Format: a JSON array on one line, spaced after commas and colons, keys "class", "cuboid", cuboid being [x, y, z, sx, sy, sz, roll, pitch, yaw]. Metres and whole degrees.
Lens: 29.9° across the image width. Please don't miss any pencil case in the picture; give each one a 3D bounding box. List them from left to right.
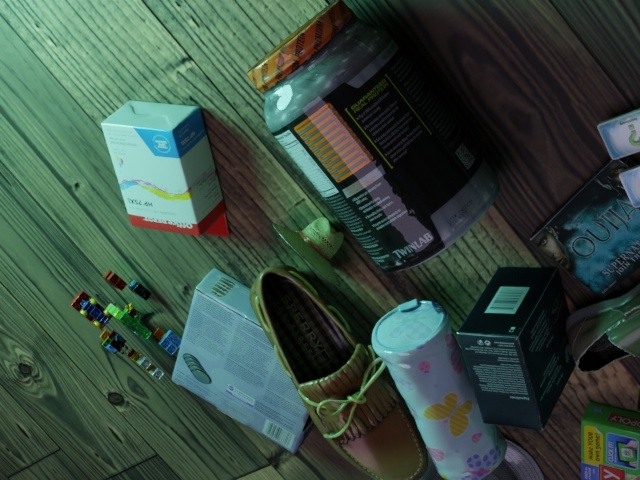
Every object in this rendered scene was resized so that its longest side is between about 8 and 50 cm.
[{"class": "pencil case", "cuboid": [0.170, 0.215, 1.697, 0.113, 0.124, 0.273, -26, 115, 1]}]

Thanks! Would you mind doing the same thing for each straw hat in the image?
[{"class": "straw hat", "cuboid": [0.000, 0.000, 1.732, 0.144, 0.144, 0.061, 44, 94, -4]}]

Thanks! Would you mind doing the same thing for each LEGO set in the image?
[{"class": "LEGO set", "cuboid": [0.458, -0.085, 1.364, 0.244, 0.060, 0.182, -18, 108, 33]}]

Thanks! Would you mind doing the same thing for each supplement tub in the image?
[{"class": "supplement tub", "cuboid": [0.062, -0.133, 1.504, 0.193, 0.193, 0.316, -28, 105, 43]}]

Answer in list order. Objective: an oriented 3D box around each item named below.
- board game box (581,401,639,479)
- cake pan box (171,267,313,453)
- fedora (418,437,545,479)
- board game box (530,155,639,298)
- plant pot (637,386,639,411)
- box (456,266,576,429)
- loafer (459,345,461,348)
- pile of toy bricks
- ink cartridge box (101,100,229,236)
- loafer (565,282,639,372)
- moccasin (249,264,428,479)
[{"class": "board game box", "cuboid": [0.486, 0.387, 1.733, 0.213, 0.046, 0.317, 10, 128, 26]}, {"class": "cake pan box", "cuboid": [-0.104, 0.203, 1.960, 0.267, 0.070, 0.246, 29, 136, 12]}, {"class": "fedora", "cuboid": [0.205, 0.408, 1.875, 0.275, 0.124, 0.244, 10, 128, 27]}, {"class": "board game box", "cuboid": [0.367, -0.019, 1.511, 0.126, 0.026, 0.186, 39, 135, 1]}, {"class": "plant pot", "cuboid": [0.468, 0.195, 1.581, 0.079, 0.083, 0.083, 13, 130, 9]}, {"class": "box", "cuboid": [0.268, 0.142, 1.607, 0.093, 0.156, 0.158, 0, 123, 34]}, {"class": "loafer", "cuboid": [0.226, 0.213, 1.770, 0.045, 0.039, 0.125, -6, 119, 34]}, {"class": "pile of toy bricks", "cuboid": [-0.335, 0.135, 2.050, 0.212, 0.118, 0.105, 46, 166, -28]}, {"class": "ink cartridge box", "cuboid": [-0.230, -0.089, 1.808, 0.134, 0.078, 0.231, 8, 127, 28]}, {"class": "loafer", "cuboid": [0.416, 0.111, 1.520, 0.094, 0.087, 0.251, 29, 144, -22]}, {"class": "moccasin", "cuboid": [0.028, 0.197, 1.759, 0.380, 0.139, 0.147, 60, 179, 7]}]
